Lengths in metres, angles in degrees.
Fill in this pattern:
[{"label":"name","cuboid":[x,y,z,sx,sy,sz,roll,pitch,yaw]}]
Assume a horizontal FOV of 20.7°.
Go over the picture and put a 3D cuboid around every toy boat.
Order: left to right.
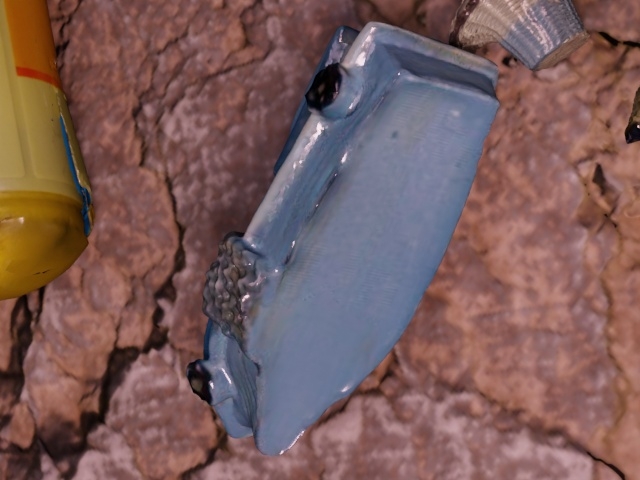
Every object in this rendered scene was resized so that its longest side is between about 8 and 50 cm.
[{"label":"toy boat","cuboid":[0.000,0.000,0.873,0.238,0.109,0.098,-64,29,18]}]

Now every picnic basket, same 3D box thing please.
[{"label":"picnic basket","cuboid":[0.092,-0.122,0.850,0.083,0.065,0.083,-38,82,28]}]

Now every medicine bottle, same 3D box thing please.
[{"label":"medicine bottle","cuboid":[-0.203,-0.081,1.004,0.124,0.124,0.238,-23,73,29]}]

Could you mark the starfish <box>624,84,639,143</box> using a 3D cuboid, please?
[{"label":"starfish","cuboid":[0.190,-0.119,0.733,0.050,0.217,0.223,29,56,5]}]
